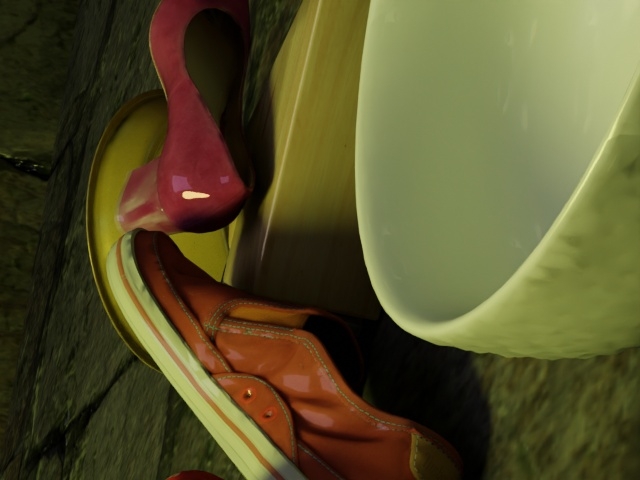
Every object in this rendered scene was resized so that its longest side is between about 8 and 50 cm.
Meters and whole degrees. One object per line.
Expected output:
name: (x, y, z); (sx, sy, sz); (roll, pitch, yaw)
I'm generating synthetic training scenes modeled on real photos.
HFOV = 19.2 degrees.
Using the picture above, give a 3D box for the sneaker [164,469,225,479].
sneaker: (0.013, 0.203, 0.893); (0.279, 0.107, 0.118); (50, 123, 30)

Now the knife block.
knife block: (0.000, 0.000, 1.223); (0.275, 0.088, 0.242); (118, 158, -44)

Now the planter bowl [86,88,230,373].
planter bowl: (-0.070, -0.010, 1.393); (0.090, 0.217, 0.217); (-6, 66, 31)

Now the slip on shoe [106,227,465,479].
slip on shoe: (-0.026, 0.080, 1.096); (0.101, 0.123, 0.331); (-40, 39, -6)

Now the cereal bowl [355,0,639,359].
cereal bowl: (0.133, -0.111, 0.729); (0.339, 0.141, 0.338); (-167, 90, -75)

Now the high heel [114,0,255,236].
high heel: (-0.065, -0.109, 1.279); (0.117, 0.082, 0.244); (-18, 41, 41)
